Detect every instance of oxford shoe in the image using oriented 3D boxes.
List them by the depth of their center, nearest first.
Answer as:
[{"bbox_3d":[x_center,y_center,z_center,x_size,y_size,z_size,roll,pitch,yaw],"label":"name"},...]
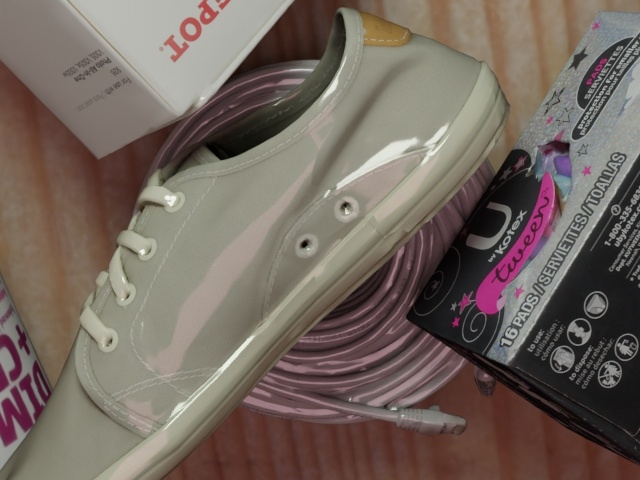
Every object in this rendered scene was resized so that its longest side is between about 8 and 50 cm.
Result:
[{"bbox_3d":[-0.080,0.031,0.996,0.130,0.169,0.449,43,95,-14],"label":"oxford shoe"}]

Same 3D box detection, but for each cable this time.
[{"bbox_3d":[0.000,0.000,1.118,0.257,0.089,0.257,4,107,-1],"label":"cable"}]

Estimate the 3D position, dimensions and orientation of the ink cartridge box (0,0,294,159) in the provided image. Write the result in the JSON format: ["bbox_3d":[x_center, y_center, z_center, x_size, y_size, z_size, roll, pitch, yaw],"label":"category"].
[{"bbox_3d":[-0.147,-0.224,0.969,0.289,0.121,0.211,47,58,-15],"label":"ink cartridge box"}]

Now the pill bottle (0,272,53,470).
[{"bbox_3d":[-0.259,0.128,1.118,0.160,0.160,0.283,-19,107,6],"label":"pill bottle"}]

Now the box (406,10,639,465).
[{"bbox_3d":[0.200,-0.003,1.040,0.163,0.142,0.247,35,84,-24],"label":"box"}]
